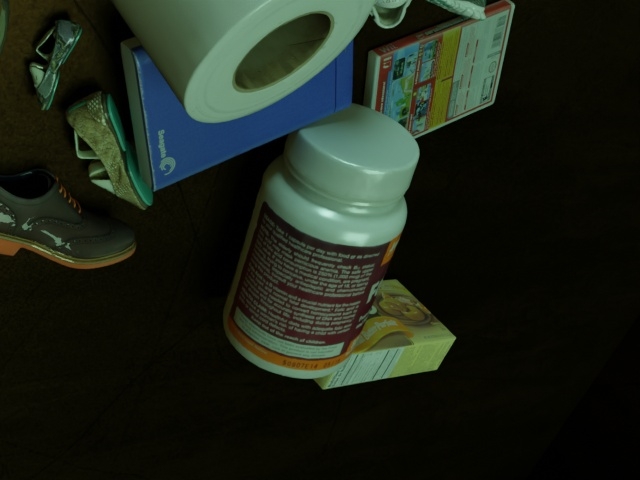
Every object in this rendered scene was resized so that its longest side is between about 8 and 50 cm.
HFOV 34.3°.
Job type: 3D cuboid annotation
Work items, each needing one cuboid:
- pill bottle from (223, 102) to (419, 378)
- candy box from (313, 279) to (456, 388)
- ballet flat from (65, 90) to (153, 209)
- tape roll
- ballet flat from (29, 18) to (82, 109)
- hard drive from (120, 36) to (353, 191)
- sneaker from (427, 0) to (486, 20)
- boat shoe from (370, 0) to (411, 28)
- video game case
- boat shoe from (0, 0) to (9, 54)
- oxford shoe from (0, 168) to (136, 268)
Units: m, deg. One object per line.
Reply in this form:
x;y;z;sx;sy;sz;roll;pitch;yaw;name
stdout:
0.000;0.000;1.579;0.224;0.224;0.392;-13;136;-38;pill bottle
0.076;0.162;1.869;0.316;0.183;0.087;-2;127;-46;candy box
-0.274;-0.110;1.330;0.067;0.073;0.206;-13;140;1;ballet flat
-0.085;-0.265;1.110;0.246;0.169;0.246;-32;167;-8;tape roll
-0.314;-0.206;1.200;0.041;0.041;0.114;3;124;-48;ballet flat
-0.095;-0.210;1.336;0.319;0.040;0.210;-26;138;-26;hard drive
0.198;-0.382;1.542;0.166;0.065;0.076;4;107;-52;sneaker
0.092;-0.345;1.320;0.098;0.096;0.277;-12;172;4;boat shoe
0.187;-0.261;1.677;0.285;0.025;0.204;-26;142;-27;video game case
-0.444;-0.146;1.049;0.324;0.122;0.120;-51;143;8;boat shoe
-0.334;-0.031;1.313;0.271;0.097;0.098;9;114;-51;oxford shoe
